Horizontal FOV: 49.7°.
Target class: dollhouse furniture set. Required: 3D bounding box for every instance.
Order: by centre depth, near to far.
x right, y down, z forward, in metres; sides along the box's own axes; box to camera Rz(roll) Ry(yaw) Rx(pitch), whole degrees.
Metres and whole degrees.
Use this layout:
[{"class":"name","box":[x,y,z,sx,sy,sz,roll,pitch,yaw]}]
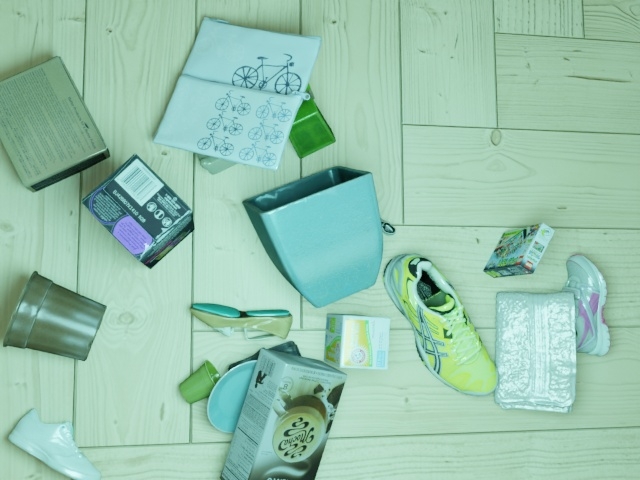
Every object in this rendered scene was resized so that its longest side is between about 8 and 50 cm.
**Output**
[{"class":"dollhouse furniture set","box":[-0.149,-0.275,1.606,0.301,0.151,0.198,-25,67,6]}]

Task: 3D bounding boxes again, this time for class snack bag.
[{"class":"snack bag","box":[-0.180,-0.336,1.532,0.323,0.037,0.343,15,76,19]}]

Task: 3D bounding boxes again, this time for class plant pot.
[{"class":"plant pot","box":[-0.548,0.168,1.446,0.165,0.167,0.167,21,81,-14]},{"class":"plant pot","box":[0.000,0.000,1.520,0.247,0.248,0.252,-21,104,-12]},{"class":"plant pot","box":[-0.264,0.319,1.520,0.079,0.083,0.083,-31,90,0]}]

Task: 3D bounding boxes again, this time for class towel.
[{"class":"towel","box":[0.505,0.260,1.631,0.187,0.049,0.282,-1,82,20]}]

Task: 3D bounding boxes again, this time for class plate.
[{"class":"plate","box":[-0.165,0.338,1.516,0.188,0.024,0.188,-15,121,-27]}]

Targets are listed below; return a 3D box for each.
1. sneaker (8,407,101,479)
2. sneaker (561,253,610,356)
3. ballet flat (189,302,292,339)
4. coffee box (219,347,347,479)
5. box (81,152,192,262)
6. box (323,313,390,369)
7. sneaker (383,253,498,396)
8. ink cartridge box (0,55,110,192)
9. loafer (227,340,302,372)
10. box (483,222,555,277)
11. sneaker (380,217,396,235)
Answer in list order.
[{"class":"sneaker","box":[-0.543,0.433,1.460,0.212,0.080,0.094,33,68,-4]},{"class":"sneaker","box":[0.623,0.160,1.674,0.111,0.103,0.252,-5,84,-12]},{"class":"ballet flat","box":[-0.178,0.187,1.547,0.232,0.080,0.073,6,98,-8]},{"class":"coffee box","box":[-0.078,0.399,1.472,0.168,0.119,0.297,18,89,-34]},{"class":"box","box":[-0.368,-0.051,1.437,0.143,0.270,0.165,-44,93,-11]},{"class":"box","box":[0.077,0.220,1.520,0.103,0.203,0.114,5,83,-9]},{"class":"sneaker","box":[0.282,0.202,1.588,0.145,0.147,0.385,-38,92,-13]},{"class":"ink cartridge box","box":[-0.601,-0.252,1.511,0.193,0.088,0.235,-27,89,-13]},{"class":"loafer","box":[-0.127,0.272,1.561,0.170,0.062,0.061,-9,47,-12]},{"class":"box","box":[0.457,0.027,1.605,0.036,0.207,0.114,31,80,-5]},{"class":"sneaker","box":[0.144,-0.040,1.645,0.083,0.037,0.032,28,82,-4]}]
